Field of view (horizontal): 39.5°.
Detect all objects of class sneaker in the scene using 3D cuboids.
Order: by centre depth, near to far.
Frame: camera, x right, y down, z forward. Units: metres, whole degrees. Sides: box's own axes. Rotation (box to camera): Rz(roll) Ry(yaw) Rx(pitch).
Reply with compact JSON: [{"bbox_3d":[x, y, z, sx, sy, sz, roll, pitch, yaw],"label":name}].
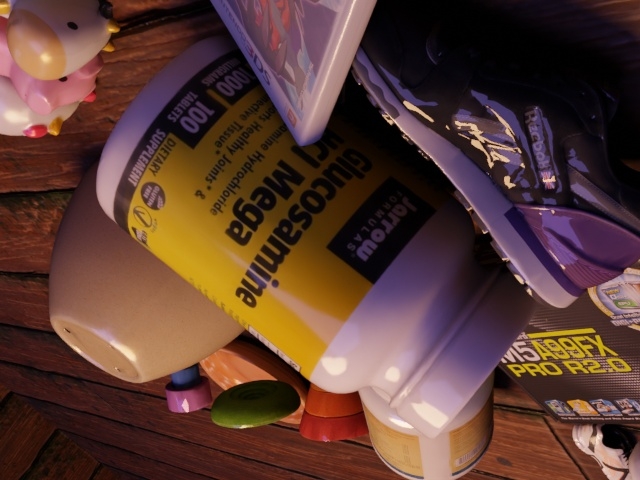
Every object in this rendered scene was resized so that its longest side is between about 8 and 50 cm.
[{"bbox_3d":[0.132,-0.095,0.610,0.124,0.107,0.283,-36,102,28],"label":"sneaker"},{"bbox_3d":[0.326,0.236,0.975,0.109,0.040,0.044,39,150,-13],"label":"sneaker"}]

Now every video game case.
[{"bbox_3d":[-0.032,-0.185,0.583,0.183,0.023,0.201,59,157,16],"label":"video game case"}]

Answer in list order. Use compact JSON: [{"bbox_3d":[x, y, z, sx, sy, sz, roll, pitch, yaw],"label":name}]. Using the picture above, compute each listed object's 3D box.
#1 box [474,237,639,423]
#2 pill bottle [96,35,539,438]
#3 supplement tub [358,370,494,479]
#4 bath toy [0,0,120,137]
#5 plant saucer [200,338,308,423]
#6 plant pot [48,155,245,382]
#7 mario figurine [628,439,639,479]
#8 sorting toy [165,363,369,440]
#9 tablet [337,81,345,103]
[{"bbox_3d":[0.251,0.075,0.767,0.216,0.060,0.270,43,151,-20],"label":"box"},{"bbox_3d":[0.000,0.000,0.721,0.334,0.188,0.188,37,153,9],"label":"pill bottle"},{"bbox_3d":[0.114,0.160,0.957,0.144,0.144,0.199,20,150,23],"label":"supplement tub"},{"bbox_3d":[-0.248,-0.185,0.803,0.129,0.151,0.348,3,162,-23],"label":"bath toy"},{"bbox_3d":[-0.097,0.213,1.378,0.200,0.037,0.200,24,151,15],"label":"plant saucer"},{"bbox_3d":[-0.219,0.060,1.091,0.284,0.191,0.284,25,152,14],"label":"plant pot"},{"bbox_3d":[0.302,0.103,0.477,0.170,0.320,0.198,42,152,-16],"label":"mario figurine"},{"bbox_3d":[-0.078,0.180,1.218,0.366,0.127,0.126,0,103,36],"label":"sorting toy"},{"bbox_3d":[-0.003,-0.148,0.725,0.054,0.006,0.083,25,151,15],"label":"tablet"}]
